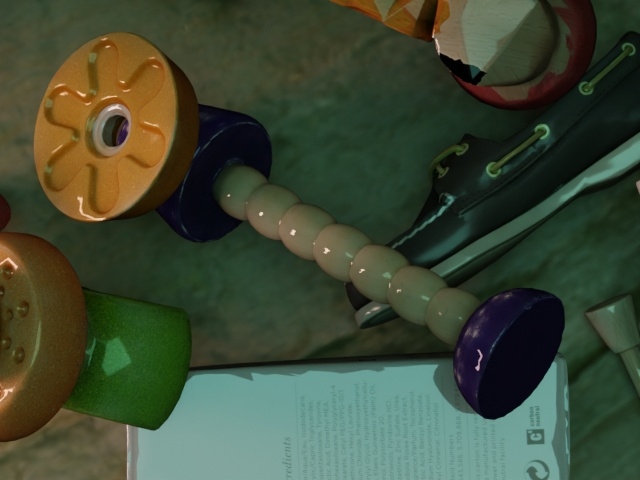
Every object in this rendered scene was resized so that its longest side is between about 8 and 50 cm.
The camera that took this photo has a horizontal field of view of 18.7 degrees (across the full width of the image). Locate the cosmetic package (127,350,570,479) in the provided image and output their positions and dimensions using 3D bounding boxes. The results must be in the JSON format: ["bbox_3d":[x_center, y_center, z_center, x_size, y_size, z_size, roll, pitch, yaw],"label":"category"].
[{"bbox_3d":[0.012,0.104,1.058,0.231,0.117,0.085,-1,87,-3],"label":"cosmetic package"}]

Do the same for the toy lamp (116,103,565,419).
[{"bbox_3d":[0.000,0.000,1.026,0.274,0.080,0.080,33,87,32],"label":"toy lamp"}]

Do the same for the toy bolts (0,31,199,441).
[{"bbox_3d":[-0.191,-0.015,0.989,0.228,0.158,0.218,6,83,38],"label":"toy bolts"}]

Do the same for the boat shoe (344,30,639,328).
[{"bbox_3d":[0.103,-0.033,1.085,0.228,0.081,0.069,-32,84,-7],"label":"boat shoe"}]

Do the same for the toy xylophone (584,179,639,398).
[{"bbox_3d":[0.257,0.098,1.017,0.236,0.081,0.323,-31,84,41],"label":"toy xylophone"}]

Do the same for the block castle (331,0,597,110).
[{"bbox_3d":[-0.028,-0.282,1.018,0.453,0.213,0.303,24,99,9],"label":"block castle"}]
